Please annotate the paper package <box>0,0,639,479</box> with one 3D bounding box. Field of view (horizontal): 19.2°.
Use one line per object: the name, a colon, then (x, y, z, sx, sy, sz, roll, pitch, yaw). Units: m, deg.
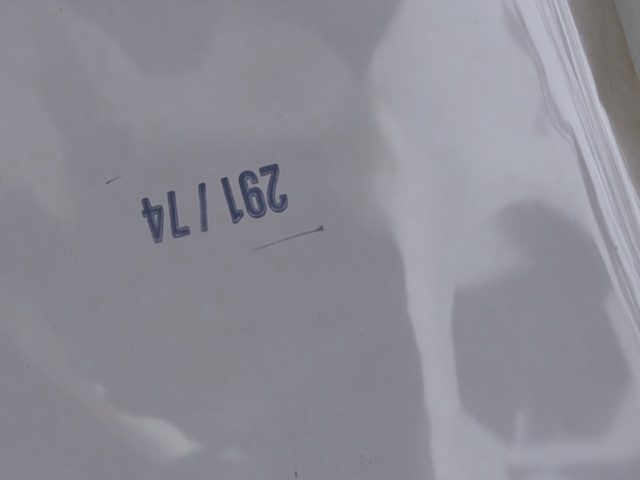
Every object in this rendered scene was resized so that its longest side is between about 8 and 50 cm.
paper package: (0.000, 0.000, 0.744, 0.168, 0.325, 0.309, -20, 91, -64)
